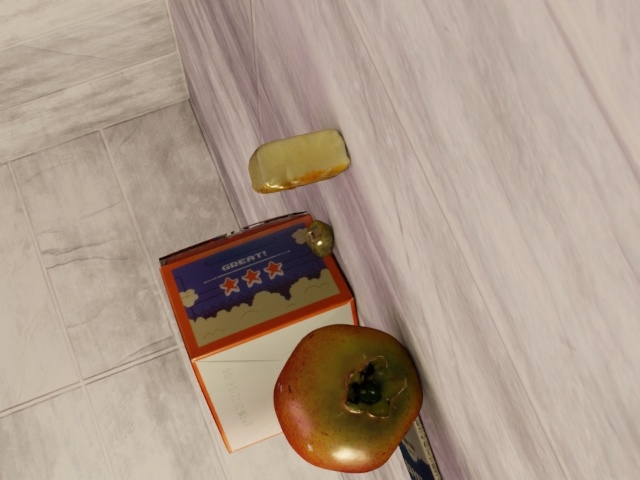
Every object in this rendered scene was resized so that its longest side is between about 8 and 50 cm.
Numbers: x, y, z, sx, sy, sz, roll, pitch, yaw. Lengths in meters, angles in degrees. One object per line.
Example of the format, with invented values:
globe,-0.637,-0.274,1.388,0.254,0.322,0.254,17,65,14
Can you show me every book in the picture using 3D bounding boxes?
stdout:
book,0.147,0.319,1.612,0.228,0.018,0.322,-158,48,-80

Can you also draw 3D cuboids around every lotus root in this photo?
lotus root,0.000,0.000,1.671,0.054,0.049,0.099,56,167,25

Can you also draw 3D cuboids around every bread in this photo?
bread,-0.035,-0.110,1.364,0.188,0.125,0.068,177,80,-81

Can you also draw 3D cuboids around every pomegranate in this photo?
pomegranate,0.044,0.222,1.374,0.221,0.221,0.256,68,156,10

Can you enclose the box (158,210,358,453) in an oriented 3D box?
box,-0.103,0.179,1.851,0.349,0.318,0.257,77,171,-48
